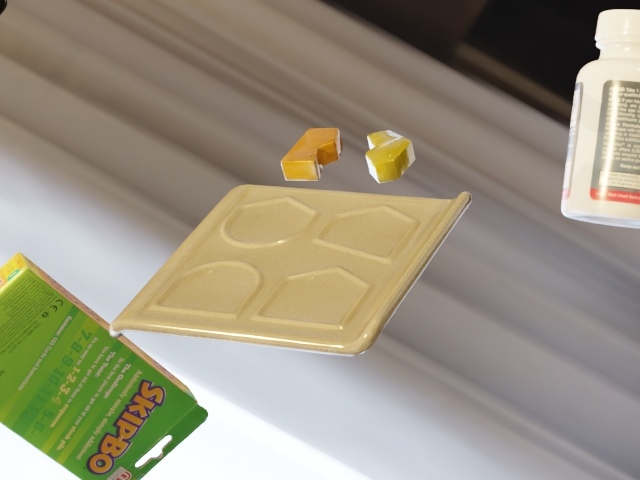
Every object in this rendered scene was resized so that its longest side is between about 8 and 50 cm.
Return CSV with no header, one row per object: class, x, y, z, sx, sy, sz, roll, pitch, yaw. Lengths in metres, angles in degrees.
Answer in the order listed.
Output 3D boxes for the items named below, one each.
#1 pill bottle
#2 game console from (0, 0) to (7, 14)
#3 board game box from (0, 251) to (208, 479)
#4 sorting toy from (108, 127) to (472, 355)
pill bottle,0.272,-0.104,1.664,0.108,0.108,0.180,171,106,-83
game console,-0.387,-0.225,1.867,0.122,0.107,0.071,-52,33,-7
board game box,-0.217,0.124,1.657,0.124,0.259,0.039,-42,38,5
sorting toy,0.000,0.000,1.498,0.307,0.229,0.041,-51,-45,-50
